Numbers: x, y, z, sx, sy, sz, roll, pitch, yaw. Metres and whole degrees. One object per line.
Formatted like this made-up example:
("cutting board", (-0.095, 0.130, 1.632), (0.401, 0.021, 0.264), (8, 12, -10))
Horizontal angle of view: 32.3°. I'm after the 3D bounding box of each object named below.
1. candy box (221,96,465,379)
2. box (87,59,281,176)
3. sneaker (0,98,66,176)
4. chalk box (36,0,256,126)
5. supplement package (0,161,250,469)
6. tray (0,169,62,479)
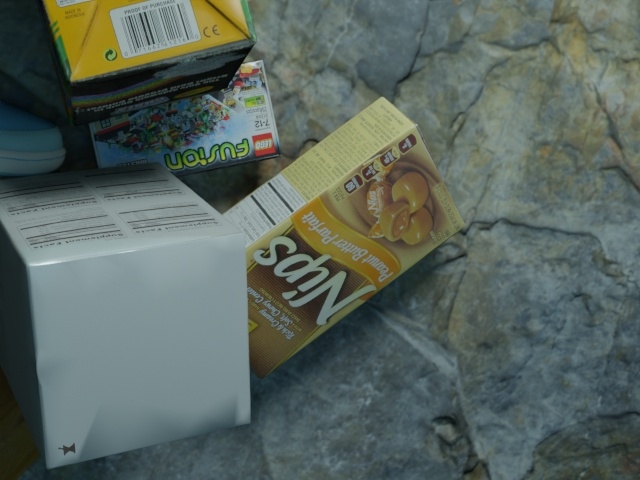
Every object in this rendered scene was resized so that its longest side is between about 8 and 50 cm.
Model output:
("candy box", (0.000, 0.000, 1.303), (0.316, 0.087, 0.183), (-37, 132, -4))
("box", (-0.156, -0.130, 1.250), (0.207, 0.036, 0.114), (-13, 93, -13))
("sneaker", (-0.394, -0.194, 1.124), (0.319, 0.127, 0.208), (16, 103, -22))
("chalk box", (-0.188, -0.229, 1.104), (0.180, 0.289, 0.179), (-15, 90, -13))
("supplement package", (-0.207, 0.058, 1.086), (0.198, 0.262, 0.199), (-9, 111, -23))
("tray", (-0.359, 0.142, 1.235), (0.411, 0.076, 0.203), (-47, 121, -6))
